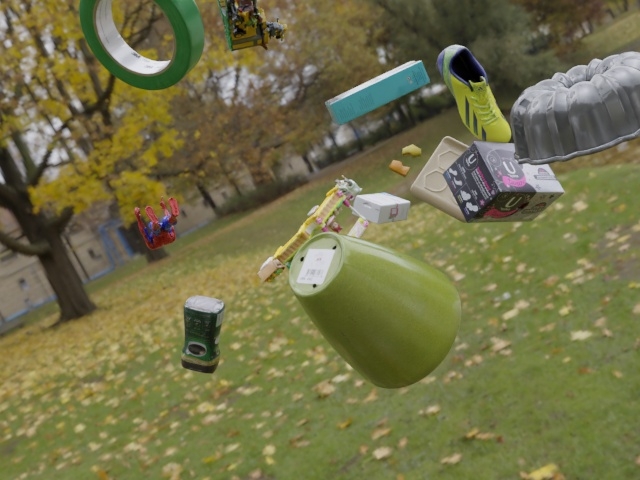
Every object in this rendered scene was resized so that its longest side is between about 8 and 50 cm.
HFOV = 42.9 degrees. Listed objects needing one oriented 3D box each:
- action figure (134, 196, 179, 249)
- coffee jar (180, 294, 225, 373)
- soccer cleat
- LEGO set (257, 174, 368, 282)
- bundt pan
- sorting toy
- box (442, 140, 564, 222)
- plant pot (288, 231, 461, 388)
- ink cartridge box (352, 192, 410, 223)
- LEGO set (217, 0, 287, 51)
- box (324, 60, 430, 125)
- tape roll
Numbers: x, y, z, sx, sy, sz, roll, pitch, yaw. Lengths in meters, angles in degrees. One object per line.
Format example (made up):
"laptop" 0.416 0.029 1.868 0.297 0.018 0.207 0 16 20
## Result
"action figure" -0.415 -0.065 2.055 0.091 0.139 0.280 -21 -13 -18
"coffee jar" -0.285 0.230 1.963 0.096 0.184 0.079 12 24 8
"soccer cleat" 0.389 -0.354 2.024 0.093 0.289 0.121 -38 12 -13
"LEGO set" 0.000 0.000 1.707 0.287 0.107 0.132 -50 9 -5
"bundt pan" 0.517 -0.268 1.585 0.331 0.124 0.331 -22 13 5
"sorting toy" 0.388 -0.215 2.594 0.229 0.307 0.041 -56 -16 -13
"box" 0.466 -0.145 2.064 0.247 0.163 0.142 -2 -32 -35
"plant pot" 0.083 0.111 1.600 0.275 0.293 0.275 -25 47 30
"ink cartridge box" 0.152 -0.082 2.047 0.088 0.052 0.122 24 21 38
"LEGO set" -0.087 -0.487 1.328 0.192 0.331 0.255 -14 -25 -9
"box" 0.137 -0.361 1.990 0.244 0.060 0.100 -26 14 -2
"tape roll" -0.452 -0.540 2.062 0.321 0.321 0.077 -26 21 40
